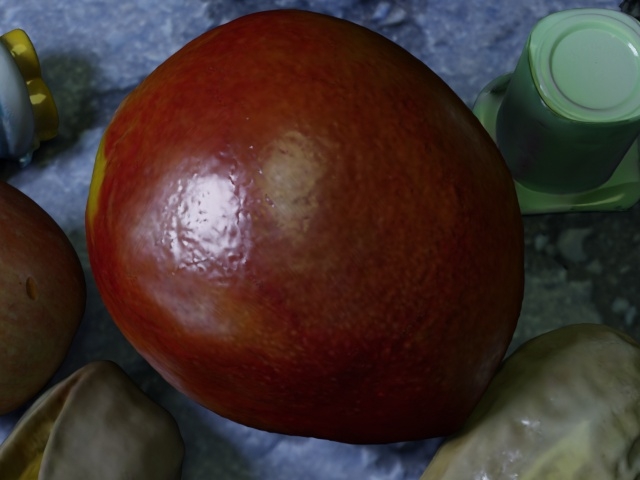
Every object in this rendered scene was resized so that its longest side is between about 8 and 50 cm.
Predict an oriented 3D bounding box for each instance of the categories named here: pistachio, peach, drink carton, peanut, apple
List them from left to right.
[{"bbox_3d":[-0.270,0.042,0.868,0.174,0.188,0.188,32,65,-25],"label":"apple"},{"bbox_3d":[-0.171,0.166,0.833,0.129,0.206,0.131,-8,107,14],"label":"pistachio"},{"bbox_3d":[0.000,0.000,0.856,0.308,0.308,0.332,-39,80,-18],"label":"peach"},{"bbox_3d":[0.143,0.211,0.851,0.174,0.158,0.340,45,73,-18],"label":"peanut"},{"bbox_3d":[0.214,-0.116,0.997,0.146,0.142,0.144,-4,67,-4],"label":"drink carton"}]

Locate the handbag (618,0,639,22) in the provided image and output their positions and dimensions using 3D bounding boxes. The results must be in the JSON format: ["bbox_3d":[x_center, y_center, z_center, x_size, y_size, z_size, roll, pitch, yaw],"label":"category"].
[{"bbox_3d":[0.405,-0.127,0.932,0.180,0.317,0.416,-21,66,-11],"label":"handbag"}]

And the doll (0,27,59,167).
[{"bbox_3d":[-0.371,-0.081,0.944,0.314,0.141,0.177,-22,100,-25],"label":"doll"}]
